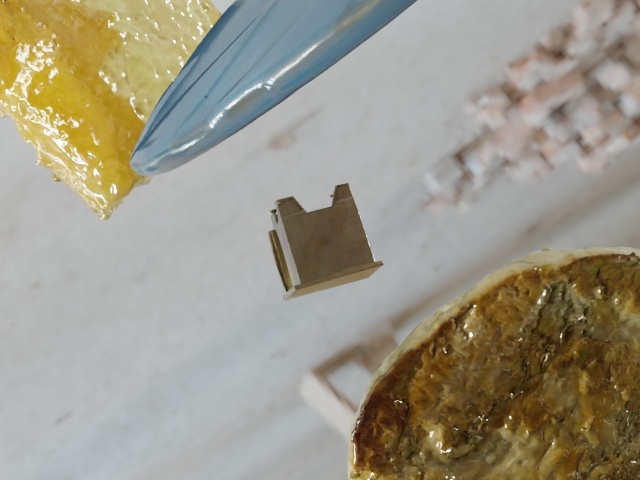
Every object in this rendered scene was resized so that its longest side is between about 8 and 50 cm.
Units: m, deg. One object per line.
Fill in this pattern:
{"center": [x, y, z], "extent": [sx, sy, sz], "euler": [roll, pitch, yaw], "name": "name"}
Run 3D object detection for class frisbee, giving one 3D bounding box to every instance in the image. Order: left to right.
{"center": [0.010, -0.136, 0.837], "extent": [0.289, 0.049, 0.289], "euler": [-37, -170, 8], "name": "frisbee"}

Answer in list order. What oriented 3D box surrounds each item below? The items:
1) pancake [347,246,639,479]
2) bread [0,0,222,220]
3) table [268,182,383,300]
{"center": [0.181, 0.165, 1.423], "extent": [0.356, 0.356, 0.065], "euler": [-34, -151, -9], "name": "pancake"}
{"center": [-0.255, -0.221, 1.611], "extent": [0.236, 0.375, 0.165], "euler": [-49, -168, -28], "name": "bread"}
{"center": [0.000, 0.000, 1.523], "extent": [0.083, 0.082, 0.070], "euler": [-15, 173, -12], "name": "table"}
